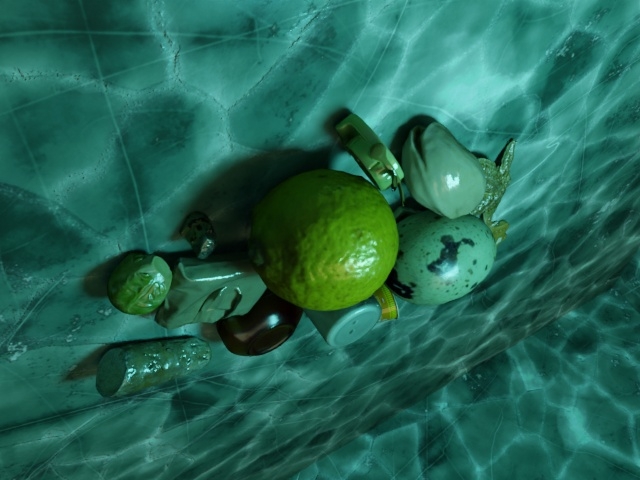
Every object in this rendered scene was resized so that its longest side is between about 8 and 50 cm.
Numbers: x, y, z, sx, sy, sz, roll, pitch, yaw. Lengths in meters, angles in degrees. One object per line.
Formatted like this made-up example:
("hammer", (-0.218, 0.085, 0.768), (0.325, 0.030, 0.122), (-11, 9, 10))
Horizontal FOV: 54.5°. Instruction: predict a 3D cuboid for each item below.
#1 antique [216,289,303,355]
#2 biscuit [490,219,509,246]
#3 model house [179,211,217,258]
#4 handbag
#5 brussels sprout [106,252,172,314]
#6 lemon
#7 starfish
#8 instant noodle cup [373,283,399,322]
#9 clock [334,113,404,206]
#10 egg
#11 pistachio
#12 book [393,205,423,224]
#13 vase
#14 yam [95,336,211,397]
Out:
("antique", (-0.173, 0.247, 1.849), (0.278, 0.129, 0.224), (-10, 138, -39))
("biscuit", (0.643, 0.022, 2.410), (0.184, 0.035, 0.249), (-15, 144, -29))
("model house", (-0.280, -0.011, 1.448), (0.066, 0.083, 0.079), (12, 126, -48))
("handbag", (-0.262, 0.118, 1.616), (0.315, 0.109, 0.253), (-7, 144, -38))
("brussels sprout", (-0.417, 0.107, 1.445), (0.155, 0.118, 0.155), (-16, 147, -11))
("lemon", (0.000, 0.000, 1.473), (0.387, 0.350, 0.350), (-12, 142, -42))
("starfish", (0.521, -0.129, 2.034), (0.323, 0.082, 0.432), (-31, 151, -25))
("instant noodle cup", (0.150, 0.222, 2.114), (0.184, 0.169, 0.168), (-20, 146, -10))
("clock", (0.132, -0.184, 1.464), (0.069, 0.232, 0.170), (-37, 148, 2))
("egg", (0.353, 0.046, 1.873), (0.379, 0.288, 0.288), (-13, 142, -28))
("pistachio", (0.331, -0.189, 1.691), (0.331, 0.207, 0.226), (38, 61, -43))
("book", (0.276, -0.016, 2.018), (0.264, 0.027, 0.202), (9, 126, -49))
("vase", (0.031, 0.131, 1.738), (0.244, 0.291, 0.245), (-26, 146, -19))
("yam", (-0.444, 0.336, 1.712), (0.330, 0.133, 0.133), (-4, 137, -45))
